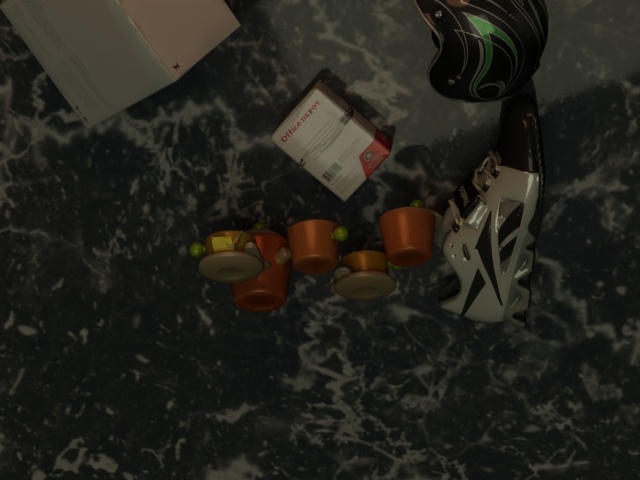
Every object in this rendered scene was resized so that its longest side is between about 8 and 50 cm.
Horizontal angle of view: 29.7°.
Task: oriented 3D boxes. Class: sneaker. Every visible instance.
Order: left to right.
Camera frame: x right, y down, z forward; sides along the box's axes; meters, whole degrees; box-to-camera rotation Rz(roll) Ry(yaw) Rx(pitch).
[{"bbox_3d":[0.220,-0.036,1.612,0.146,0.122,0.331,5,113,4],"label":"sneaker"}]

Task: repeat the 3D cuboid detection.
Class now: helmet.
[{"bbox_3d":[0.197,-0.269,1.497,0.169,0.169,0.162,6,129,6],"label":"helmet"}]

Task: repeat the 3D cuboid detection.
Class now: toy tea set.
[{"bbox_3d":[0.000,0.000,1.639,0.336,0.124,0.200,-5,154,6],"label":"toy tea set"}]

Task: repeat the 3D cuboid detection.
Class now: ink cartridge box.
[{"bbox_3d":[0.016,-0.136,1.633,0.135,0.056,0.099,40,112,-10],"label":"ink cartridge box"}]

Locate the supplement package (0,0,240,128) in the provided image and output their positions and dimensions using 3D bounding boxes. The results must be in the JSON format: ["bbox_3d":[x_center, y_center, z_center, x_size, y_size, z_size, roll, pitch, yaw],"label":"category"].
[{"bbox_3d":[-0.253,-0.282,1.521,0.203,0.149,0.194,-18,113,46],"label":"supplement package"}]
